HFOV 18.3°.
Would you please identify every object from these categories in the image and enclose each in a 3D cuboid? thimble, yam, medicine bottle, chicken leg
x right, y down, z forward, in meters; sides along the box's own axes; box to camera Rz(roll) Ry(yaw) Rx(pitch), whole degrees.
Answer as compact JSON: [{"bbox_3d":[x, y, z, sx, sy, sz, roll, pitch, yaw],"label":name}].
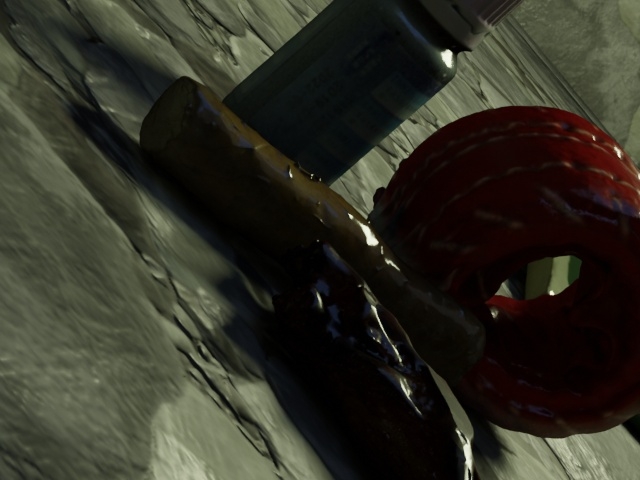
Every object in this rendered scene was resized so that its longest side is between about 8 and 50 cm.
[{"bbox_3d":[0.131,0.018,1.185,0.189,0.163,0.125,35,20,-27],"label":"thimble"},{"bbox_3d":[0.000,0.000,1.039,0.241,0.057,0.057,40,16,-30],"label":"yam"},{"bbox_3d":[0.038,-0.114,1.164,0.083,0.203,0.083,45,15,-15],"label":"medicine bottle"},{"bbox_3d":[0.033,0.081,0.932,0.089,0.048,0.219,27,25,-53],"label":"chicken leg"}]

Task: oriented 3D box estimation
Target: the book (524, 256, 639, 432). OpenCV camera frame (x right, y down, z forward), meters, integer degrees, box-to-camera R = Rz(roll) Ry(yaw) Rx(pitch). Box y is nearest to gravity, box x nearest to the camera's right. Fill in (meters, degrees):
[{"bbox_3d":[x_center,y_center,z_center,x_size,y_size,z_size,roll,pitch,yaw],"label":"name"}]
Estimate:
[{"bbox_3d":[0.307,0.129,1.690,0.371,0.043,0.260,47,20,-12],"label":"book"}]
